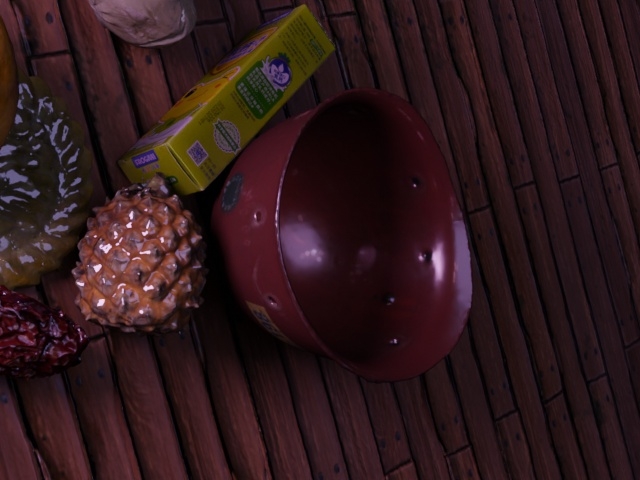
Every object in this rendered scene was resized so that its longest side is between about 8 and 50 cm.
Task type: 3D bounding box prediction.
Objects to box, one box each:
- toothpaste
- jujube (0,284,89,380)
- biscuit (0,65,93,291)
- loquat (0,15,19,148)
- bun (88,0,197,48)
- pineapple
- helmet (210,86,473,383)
[{"bbox_3d":[-0.114,-0.173,1.535,0.077,0.110,0.327,53,52,-18],"label":"toothpaste"},{"bbox_3d":[-0.333,0.105,1.301,0.166,0.104,0.104,31,63,-43],"label":"jujube"},{"bbox_3d":[-0.336,-0.080,1.368,0.187,0.036,0.274,-12,90,-42],"label":"biscuit"},{"bbox_3d":[-0.410,-0.154,1.202,0.238,0.193,0.238,4,79,-21],"label":"loquat"},{"bbox_3d":[-0.227,-0.309,1.455,0.166,0.113,0.173,6,61,-82],"label":"bun"},{"bbox_3d":[-0.200,0.013,1.393,0.166,0.166,0.193,19,75,-38],"label":"pineapple"},{"bbox_3d":[0.000,0.000,1.526,0.385,0.230,0.338,41,59,-42],"label":"helmet"}]
